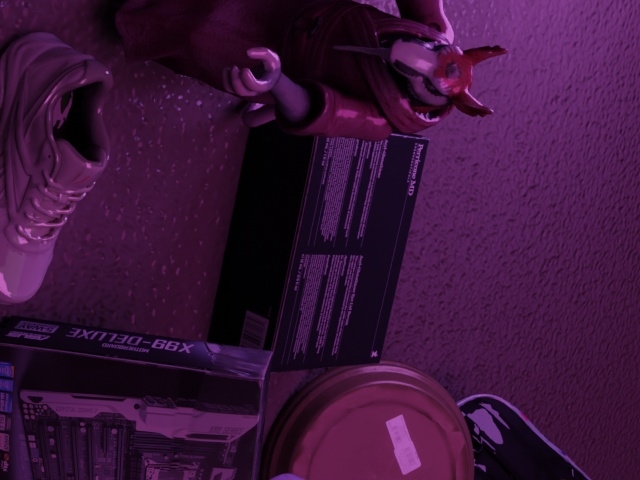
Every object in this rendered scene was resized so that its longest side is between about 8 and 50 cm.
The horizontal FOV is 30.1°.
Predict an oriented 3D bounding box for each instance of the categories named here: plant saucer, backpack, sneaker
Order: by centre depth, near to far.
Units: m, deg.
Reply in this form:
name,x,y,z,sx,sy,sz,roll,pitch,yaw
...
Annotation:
name,x,y,z,sx,sy,sz,roll,pitch,yaw
sneaker,-0.230,-0.051,0.983,0.090,0.115,0.232,2,104,-49
plant saucer,0.064,0.280,1.411,0.277,0.041,0.278,-1,92,-20
backpack,0.214,0.337,1.571,0.253,0.191,0.225,48,62,-4

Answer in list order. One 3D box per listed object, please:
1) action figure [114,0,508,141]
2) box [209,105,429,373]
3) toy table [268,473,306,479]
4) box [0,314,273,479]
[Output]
name,x,y,z,sx,sy,sz,roll,pitch,yaw
action figure,0.000,-0.145,1.008,0.248,0.370,0.276,-48,139,-20
box,0.000,0.000,1.275,0.184,0.103,0.261,3,103,-46
toy table,-0.108,0.356,1.256,0.252,0.160,0.274,25,86,-50
box,-0.180,0.236,1.072,0.076,0.242,0.308,-73,171,-75
